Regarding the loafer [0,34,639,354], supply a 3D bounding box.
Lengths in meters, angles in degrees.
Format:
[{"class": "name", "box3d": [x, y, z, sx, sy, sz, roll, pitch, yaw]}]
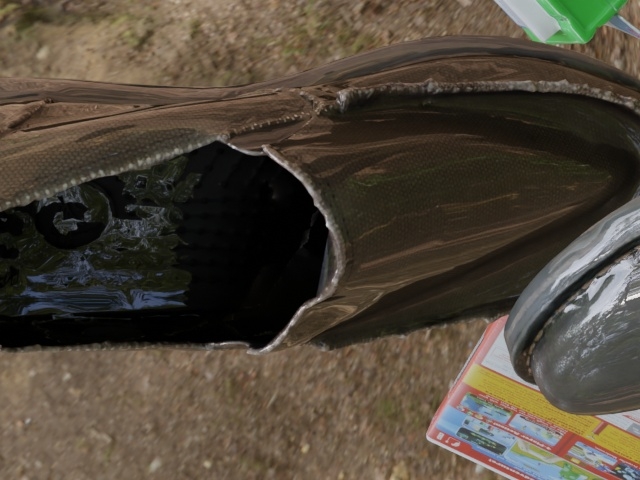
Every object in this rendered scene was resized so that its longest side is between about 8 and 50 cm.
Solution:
[{"class": "loafer", "box3d": [0.000, 0.000, 0.513, 0.366, 0.130, 0.134, -8, 116, -15]}]

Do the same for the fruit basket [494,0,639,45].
[{"class": "fruit basket", "box3d": [0.216, -0.361, 1.465, 0.327, 0.353, 0.165, 40, 91, -28]}]

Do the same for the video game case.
[{"class": "video game case", "box3d": [0.195, 0.127, 0.853, 0.204, 0.025, 0.285, 25, 152, 5]}]

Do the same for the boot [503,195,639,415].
[{"class": "boot", "box3d": [0.171, 0.086, 0.290, 0.263, 0.091, 0.229, -17, 63, 32]}]
